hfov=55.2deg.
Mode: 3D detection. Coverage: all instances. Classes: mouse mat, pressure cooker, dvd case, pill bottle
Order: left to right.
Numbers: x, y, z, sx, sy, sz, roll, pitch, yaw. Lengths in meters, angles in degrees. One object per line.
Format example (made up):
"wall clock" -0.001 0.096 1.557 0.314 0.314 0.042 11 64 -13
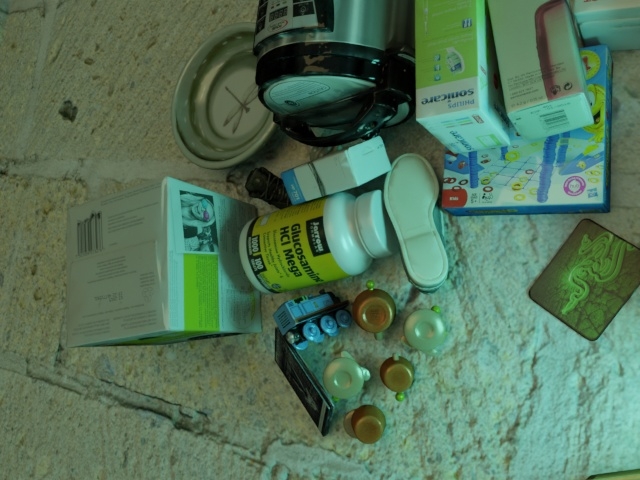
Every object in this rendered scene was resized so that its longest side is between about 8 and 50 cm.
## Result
"dvd case" -0.041 0.313 1.362 0.018 0.165 0.221 -25 59 -22
"pill bottle" 0.000 0.000 1.363 0.333 0.188 0.188 -16 72 29
"pressure cooker" 0.051 -0.409 1.312 0.375 0.370 0.421 6 83 1
"mouse mat" 0.501 0.071 1.143 0.152 0.007 0.190 39 101 32

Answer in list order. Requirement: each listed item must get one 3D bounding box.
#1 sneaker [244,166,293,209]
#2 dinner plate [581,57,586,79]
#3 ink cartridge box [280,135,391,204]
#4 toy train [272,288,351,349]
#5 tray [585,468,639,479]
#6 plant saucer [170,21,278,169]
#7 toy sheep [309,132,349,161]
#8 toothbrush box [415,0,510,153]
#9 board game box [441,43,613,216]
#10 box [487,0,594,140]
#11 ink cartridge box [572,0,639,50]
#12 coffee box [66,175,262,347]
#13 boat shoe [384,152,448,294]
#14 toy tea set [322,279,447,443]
"sneaker" -0.097 -0.110 1.485 0.227 0.130 0.087 31 99 31
"dinner plate" 0.427 -0.305 1.157 0.141 0.017 0.141 -7 75 30
"ink cartridge box" 0.033 -0.149 1.312 0.190 0.139 0.082 -11 102 42
"toy train" -0.011 0.167 1.342 0.080 0.184 0.105 -42 70 45
"tray" 0.583 0.571 0.950 0.202 0.076 0.411 -20 71 27
"plant saucer" -0.224 -0.374 1.634 0.400 0.100 0.401 -7 77 30
"toy sheep" 0.022 -0.198 1.452 0.091 0.091 0.132 -57 41 10
"toothbrush box" 0.269 -0.332 1.148 0.122 0.206 0.284 -4 77 31
"board game box" 0.405 -0.205 1.211 0.308 0.086 0.302 -1 80 32
"box" 0.390 -0.317 1.083 0.126 0.148 0.233 -12 74 28
"ink cartridge box" 0.571 -0.489 1.115 0.171 0.168 0.233 6 83 32
"coffee box" -0.376 0.076 1.497 0.337 0.334 0.339 -12 76 29
"boat shoe" 0.203 -0.036 1.289 0.116 0.099 0.320 -10 61 7
"toy tea set" 0.118 0.258 1.306 0.199 0.124 0.336 28 93 3
